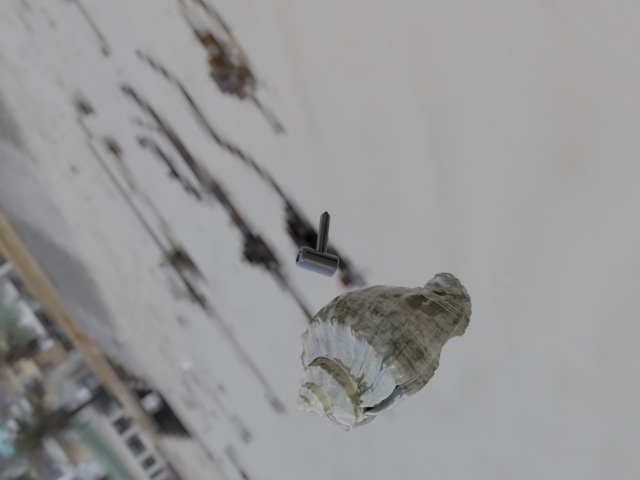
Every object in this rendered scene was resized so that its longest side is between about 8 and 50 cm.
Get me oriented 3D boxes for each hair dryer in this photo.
[{"bbox_3d":[0.000,0.000,2.060,0.047,0.083,0.026,20,147,-16],"label":"hair dryer"}]

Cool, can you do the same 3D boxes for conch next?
[{"bbox_3d":[0.066,0.105,1.656,0.155,0.207,0.130,37,151,45],"label":"conch"}]
